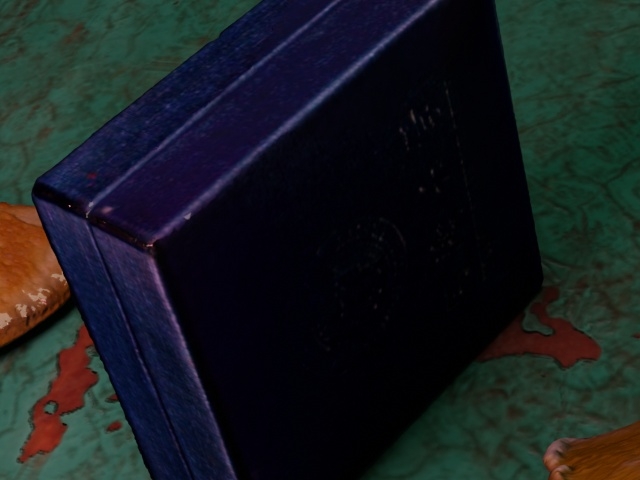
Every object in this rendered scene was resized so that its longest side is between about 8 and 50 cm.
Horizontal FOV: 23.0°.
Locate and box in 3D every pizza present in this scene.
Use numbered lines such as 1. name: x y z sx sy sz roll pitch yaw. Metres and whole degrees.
1. pizza: -0.300 0.026 1.169 0.262 0.034 0.181 13 48 28

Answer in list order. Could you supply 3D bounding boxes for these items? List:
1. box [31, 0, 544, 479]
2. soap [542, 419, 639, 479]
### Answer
1. box: 0.000 0.000 0.935 0.116 0.261 0.279 22 54 38
2. soap: 0.232 0.245 0.726 0.169 0.339 0.304 -21 -3 1
